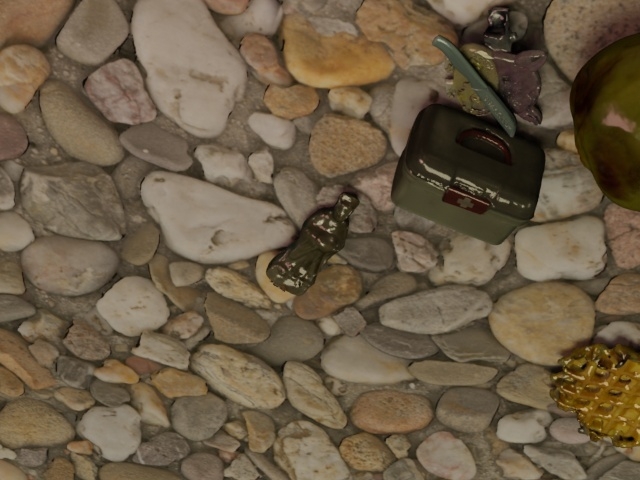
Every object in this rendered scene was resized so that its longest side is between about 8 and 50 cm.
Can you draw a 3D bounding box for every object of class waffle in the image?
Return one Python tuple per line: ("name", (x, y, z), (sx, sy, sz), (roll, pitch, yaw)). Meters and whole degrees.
("waffle", (0.539, 0.266, 2.148), (0.281, 0.060, 0.262), (-18, 127, 31))

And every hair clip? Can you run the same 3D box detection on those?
("hair clip", (0.247, -0.240, 1.765), (0.146, 0.056, 0.187), (10, 136, 14))

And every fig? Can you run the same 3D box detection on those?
("fig", (0.470, -0.166, 1.661), (0.271, 0.239, 0.239), (-17, 126, 18))

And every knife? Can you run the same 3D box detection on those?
("knife", (0.223, -0.217, 1.760), (0.028, 0.015, 0.210), (-20, 130, 36))

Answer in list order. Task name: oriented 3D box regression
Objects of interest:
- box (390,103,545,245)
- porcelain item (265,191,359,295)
("box", (0.216, -0.097, 1.844), (0.210, 0.148, 0.129), (22, 144, -6))
("porcelain item", (0.000, 0.000, 2.042), (0.081, 0.069, 0.215), (34, 126, -11))
